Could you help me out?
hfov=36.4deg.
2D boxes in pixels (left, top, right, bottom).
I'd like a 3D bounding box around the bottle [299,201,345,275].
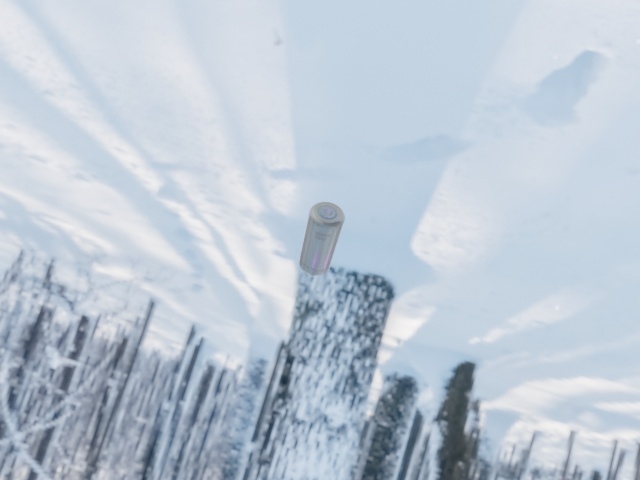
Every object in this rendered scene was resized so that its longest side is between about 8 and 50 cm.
[{"bbox_3d":[0.000,0.000,1.208,0.045,0.045,0.096,17,132,2],"label":"bottle"}]
